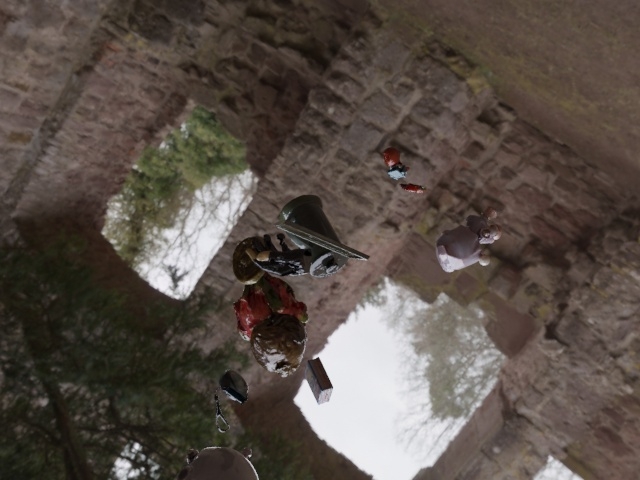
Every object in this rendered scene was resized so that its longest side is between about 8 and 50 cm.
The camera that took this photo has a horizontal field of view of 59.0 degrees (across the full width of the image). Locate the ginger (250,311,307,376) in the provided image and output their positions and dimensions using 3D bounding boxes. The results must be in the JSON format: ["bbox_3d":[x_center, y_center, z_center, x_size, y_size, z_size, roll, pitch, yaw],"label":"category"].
[{"bbox_3d":[-0.113,0.293,1.609,0.172,0.165,0.321,51,176,2],"label":"ginger"}]

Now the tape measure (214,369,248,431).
[{"bbox_3d":[-0.305,0.507,1.799,0.104,0.180,0.107,26,-168,-16],"label":"tape measure"}]

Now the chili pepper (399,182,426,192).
[{"bbox_3d":[0.322,-0.189,2.017,0.045,0.027,0.178,12,-175,-26],"label":"chili pepper"}]

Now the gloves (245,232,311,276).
[{"bbox_3d":[-0.125,0.051,1.611,0.180,0.106,0.129,4,-147,14],"label":"gloves"}]

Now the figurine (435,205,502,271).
[{"bbox_3d":[0.490,-0.003,1.866,0.200,0.276,0.133,38,154,37],"label":"figurine"}]

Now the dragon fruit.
[{"bbox_3d":[-0.172,0.244,1.944,0.237,0.231,0.303,-43,-65,-49],"label":"dragon fruit"}]

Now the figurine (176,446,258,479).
[{"bbox_3d":[-0.263,0.698,1.499,0.361,0.210,0.253,-177,66,-82],"label":"figurine"}]

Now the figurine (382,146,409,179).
[{"bbox_3d":[0.277,-0.294,2.137,0.068,0.075,0.140,-5,138,42],"label":"figurine"}]

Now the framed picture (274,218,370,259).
[{"bbox_3d":[0.000,0.000,2.020,0.324,0.020,0.240,23,174,-10],"label":"framed picture"}]

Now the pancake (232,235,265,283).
[{"bbox_3d":[-0.216,0.059,1.730,0.028,0.158,0.158,26,-166,-50],"label":"pancake"}]

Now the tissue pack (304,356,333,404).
[{"bbox_3d":[-0.007,0.571,2.299,0.065,0.116,0.155,-13,-131,-22],"label":"tissue pack"}]

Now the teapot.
[{"bbox_3d":[-0.036,-0.013,2.352,0.270,0.200,0.337,15,-142,-49],"label":"teapot"}]
